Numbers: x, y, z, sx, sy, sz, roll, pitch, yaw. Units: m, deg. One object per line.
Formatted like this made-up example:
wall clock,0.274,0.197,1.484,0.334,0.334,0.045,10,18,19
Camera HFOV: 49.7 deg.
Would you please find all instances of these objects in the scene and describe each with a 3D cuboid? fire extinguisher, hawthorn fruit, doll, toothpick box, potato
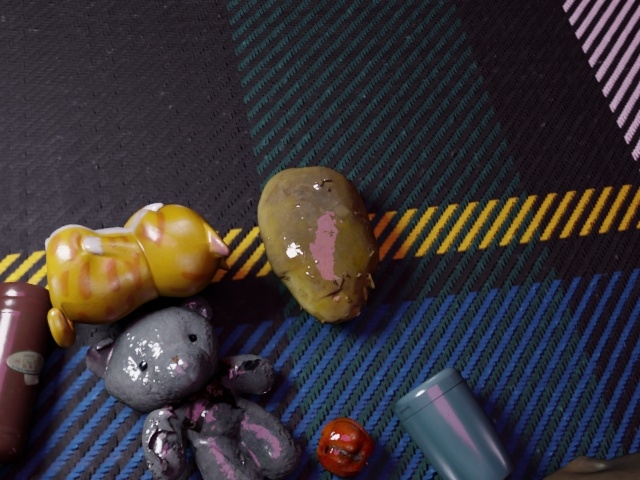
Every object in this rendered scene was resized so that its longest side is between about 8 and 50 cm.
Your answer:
fire extinguisher,-0.449,0.236,1.006,0.138,0.102,0.343,4,62,-8
hawthorn fruit,0.040,0.314,1.047,0.093,0.093,0.093,3,62,-6
doll,-0.280,0.031,1.031,0.270,0.167,0.162,-23,91,-13
toothpick box,0.207,0.298,1.058,0.120,0.120,0.184,-28,72,-20
potato,0.000,0.000,1.174,0.192,0.141,0.296,-13,68,-12
doll,-0.168,0.231,1.017,0.246,0.158,0.340,-33,70,-31

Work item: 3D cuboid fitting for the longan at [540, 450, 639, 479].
longan,0.441,0.432,0.937,0.350,0.288,0.288,-1,63,1
